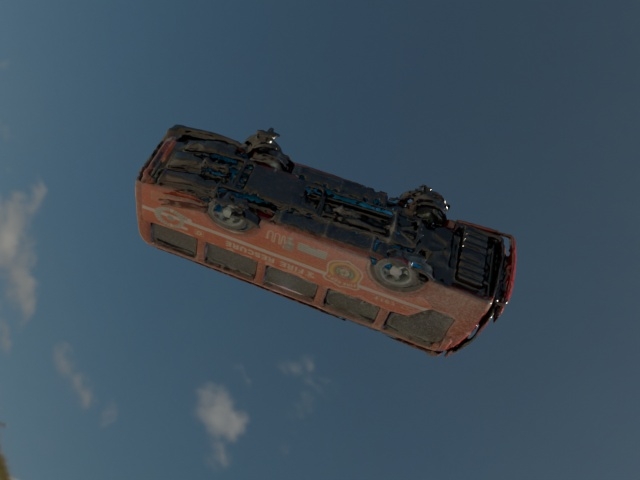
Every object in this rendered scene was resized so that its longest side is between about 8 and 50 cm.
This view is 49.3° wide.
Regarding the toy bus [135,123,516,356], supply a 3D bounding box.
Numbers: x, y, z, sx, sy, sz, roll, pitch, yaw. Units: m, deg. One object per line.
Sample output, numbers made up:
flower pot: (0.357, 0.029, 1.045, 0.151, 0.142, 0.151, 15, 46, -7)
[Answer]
toy bus: (0.000, 0.000, 0.446, 0.235, 0.073, 0.096, 21, -37, 2)
